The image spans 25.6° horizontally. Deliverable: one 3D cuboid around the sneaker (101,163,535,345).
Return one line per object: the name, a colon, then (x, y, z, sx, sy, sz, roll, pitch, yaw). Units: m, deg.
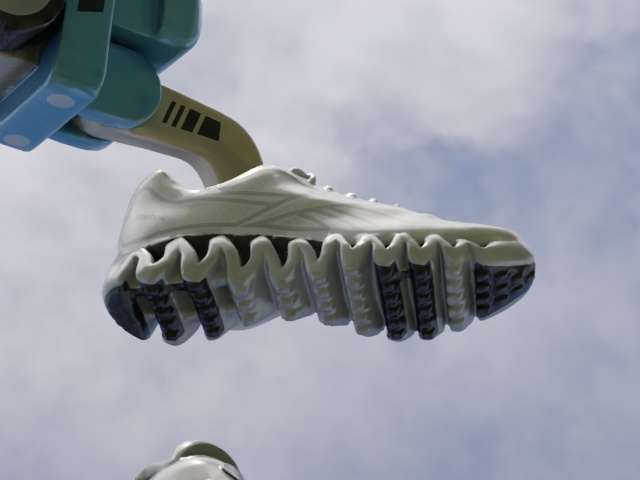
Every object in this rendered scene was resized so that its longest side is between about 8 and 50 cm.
sneaker: (0.000, 0.000, 0.965, 0.292, 0.110, 0.118, 1, -126, 2)

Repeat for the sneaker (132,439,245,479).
sneaker: (-0.180, 0.320, 1.187, 0.122, 0.146, 0.330, 37, -92, -16)

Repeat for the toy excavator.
toy excavator: (-0.192, -0.159, 1.419, 0.445, 0.222, 0.432, 16, -116, -29)
